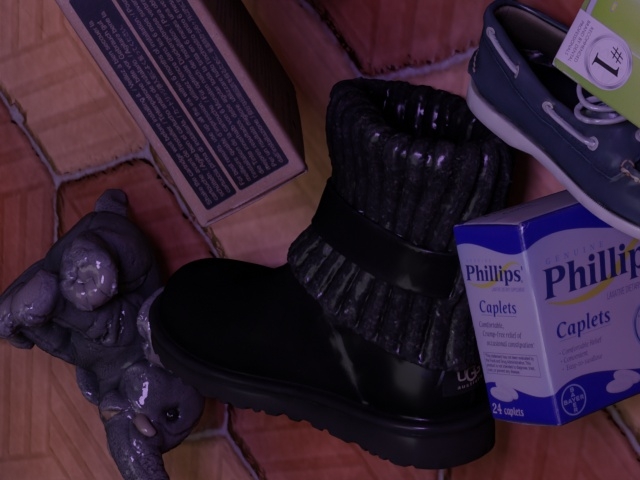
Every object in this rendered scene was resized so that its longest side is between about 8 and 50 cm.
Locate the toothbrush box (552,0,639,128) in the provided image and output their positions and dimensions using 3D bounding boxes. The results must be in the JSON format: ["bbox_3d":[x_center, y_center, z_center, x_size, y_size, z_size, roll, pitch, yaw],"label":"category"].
[{"bbox_3d":[0.302,-0.112,1.050,0.283,0.122,0.206,41,118,28],"label":"toothbrush box"}]

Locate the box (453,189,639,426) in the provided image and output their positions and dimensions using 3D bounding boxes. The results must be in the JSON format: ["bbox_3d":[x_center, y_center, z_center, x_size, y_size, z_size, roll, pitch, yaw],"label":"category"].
[{"bbox_3d":[0.170,0.039,1.263,0.072,0.126,0.137,-1,104,58],"label":"box"}]

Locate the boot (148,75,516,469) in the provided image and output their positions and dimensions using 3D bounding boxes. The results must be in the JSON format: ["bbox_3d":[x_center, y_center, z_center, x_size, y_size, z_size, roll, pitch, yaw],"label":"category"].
[{"bbox_3d":[0.004,-0.001,1.432,0.348,0.131,0.260,16,118,38],"label":"boot"}]

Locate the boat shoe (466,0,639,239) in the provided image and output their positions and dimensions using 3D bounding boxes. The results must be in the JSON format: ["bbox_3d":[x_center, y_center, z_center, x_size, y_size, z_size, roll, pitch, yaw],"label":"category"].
[{"bbox_3d":[0.193,-0.078,1.230,0.254,0.095,0.079,43,143,41],"label":"boat shoe"}]

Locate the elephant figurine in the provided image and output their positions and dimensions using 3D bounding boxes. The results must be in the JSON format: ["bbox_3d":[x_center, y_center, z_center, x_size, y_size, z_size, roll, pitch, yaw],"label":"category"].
[{"bbox_3d":[-0.158,0.104,1.642,0.239,0.186,0.169,47,176,-10],"label":"elephant figurine"}]

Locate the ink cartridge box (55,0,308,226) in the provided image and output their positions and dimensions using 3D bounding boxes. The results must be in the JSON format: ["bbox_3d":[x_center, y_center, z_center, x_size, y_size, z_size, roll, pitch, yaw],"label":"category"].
[{"bbox_3d":[-0.096,-0.137,1.347,0.193,0.088,0.235,58,-174,-17],"label":"ink cartridge box"}]
